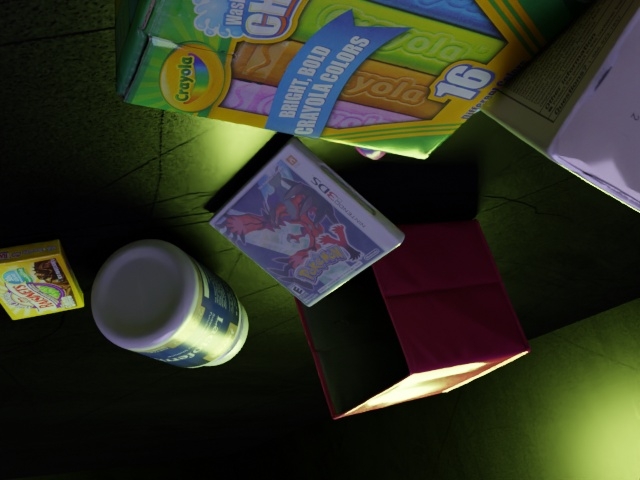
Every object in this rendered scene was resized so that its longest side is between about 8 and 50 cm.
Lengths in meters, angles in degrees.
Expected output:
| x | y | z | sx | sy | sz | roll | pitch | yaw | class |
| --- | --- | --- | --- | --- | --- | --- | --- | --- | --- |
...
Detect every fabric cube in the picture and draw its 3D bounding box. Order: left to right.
| x | y | z | sx | sy | sz | roll | pitch | yaw | class |
| --- | --- | --- | --- | --- | --- | --- | --- | --- | --- |
| 0.146 | 0.131 | 1.280 | 0.258 | 0.259 | 0.254 | -6 | 156 | -31 | fabric cube |

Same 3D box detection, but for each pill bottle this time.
| x | y | z | sx | sy | sz | roll | pitch | yaw | class |
| --- | --- | --- | --- | --- | --- | --- | --- | --- | --- |
| -0.207 | 0.105 | 1.095 | 0.153 | 0.153 | 0.264 | -20 | 159 | 8 | pill bottle |

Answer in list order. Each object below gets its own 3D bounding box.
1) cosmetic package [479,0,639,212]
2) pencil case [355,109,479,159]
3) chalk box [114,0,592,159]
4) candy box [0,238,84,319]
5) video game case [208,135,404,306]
| x | y | z | sx | sy | sz | roll | pitch | yaw | class |
| --- | --- | --- | --- | --- | --- | --- | --- | --- | --- |
| 0.185 | -0.139 | 0.515 | 0.113 | 0.309 | 0.160 | 27 | 108 | -13 | cosmetic package |
| 0.128 | -0.170 | 0.739 | 0.236 | 0.104 | 0.104 | -26 | 157 | 19 | pencil case |
| -0.024 | -0.185 | 0.441 | 0.289 | 0.180 | 0.179 | 8 | 150 | -25 | chalk box |
| -0.391 | 0.057 | 1.013 | 0.105 | 0.027 | 0.206 | -8 | 158 | -12 | candy box |
| -0.024 | -0.015 | 0.945 | 0.183 | 0.023 | 0.201 | 41 | 135 | -11 | video game case |
